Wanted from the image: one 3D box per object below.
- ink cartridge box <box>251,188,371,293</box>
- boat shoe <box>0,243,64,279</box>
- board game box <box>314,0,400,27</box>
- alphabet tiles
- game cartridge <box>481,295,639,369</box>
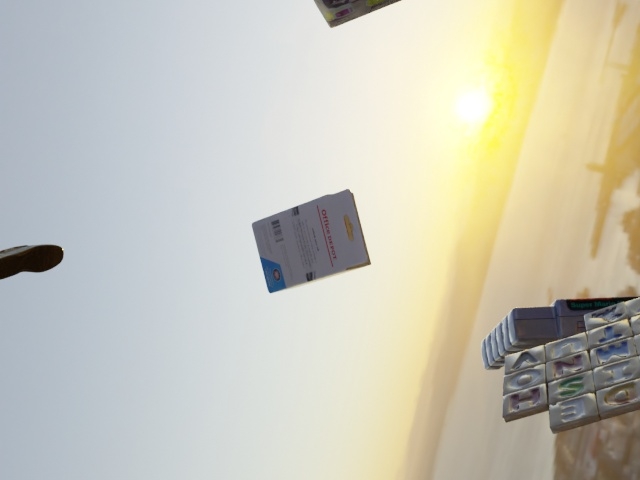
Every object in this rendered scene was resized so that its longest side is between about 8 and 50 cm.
[{"bbox_3d":[0.000,0.000,1.317,0.060,0.180,0.104,-7,-98,-51],"label":"ink cartridge box"},{"bbox_3d":[-0.479,0.027,1.571,0.135,0.045,0.050,-11,-64,-45],"label":"boat shoe"},{"bbox_3d":[0.139,-0.238,0.570,0.208,0.347,0.056,38,-147,-72],"label":"board game box"},{"bbox_3d":[0.268,0.091,0.828,0.009,0.237,0.198,66,-162,-13],"label":"alphabet tiles"},{"bbox_3d":[0.420,0.128,1.358,0.230,0.355,0.068,96,172,-68],"label":"game cartridge"}]
